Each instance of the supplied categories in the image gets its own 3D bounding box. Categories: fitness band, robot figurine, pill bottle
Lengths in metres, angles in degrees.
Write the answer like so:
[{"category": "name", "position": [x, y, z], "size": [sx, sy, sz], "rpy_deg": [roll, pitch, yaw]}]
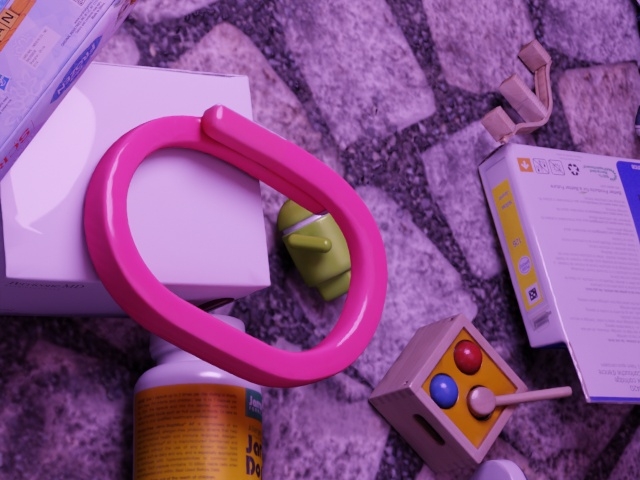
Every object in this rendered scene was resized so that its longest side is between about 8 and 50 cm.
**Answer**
[{"category": "fitness band", "position": [-0.070, 0.007, 1.588], "size": [0.291, 0.054, 0.209], "rpy_deg": [29, 64, -25]}, {"category": "robot figurine", "position": [0.000, 0.000, 1.806], "size": [0.115, 0.067, 0.101], "rpy_deg": [63, 25, -1]}, {"category": "pill bottle", "position": [-0.110, 0.177, 1.642], "size": [0.117, 0.117, 0.208], "rpy_deg": [10, 69, -32]}]

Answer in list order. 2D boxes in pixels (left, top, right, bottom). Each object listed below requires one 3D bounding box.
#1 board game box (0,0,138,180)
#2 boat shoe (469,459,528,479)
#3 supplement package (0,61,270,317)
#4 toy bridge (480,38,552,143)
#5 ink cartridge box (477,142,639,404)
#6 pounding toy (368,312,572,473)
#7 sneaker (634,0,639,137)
[{"category": "board game box", "position": [-0.348, -0.201, 1.500], "size": [0.318, 0.066, 0.318], "rpy_deg": [35, 77, 5]}, {"category": "boat shoe", "position": [0.213, 0.349, 1.828], "size": [0.088, 0.096, 0.267], "rpy_deg": [-5, 79, -40]}, {"category": "supplement package", "position": [-0.199, -0.042, 1.634], "size": [0.262, 0.145, 0.204], "rpy_deg": [3, 74, -34]}, {"category": "toy bridge", "position": [0.224, -0.152, 2.002], "size": [0.063, 0.026, 0.188], "rpy_deg": [49, 36, -13]}, {"category": "ink cartridge box", "position": [0.340, 0.050, 1.993], "size": [0.304, 0.072, 0.307], "rpy_deg": [5, 62, -35]}, {"category": "pounding toy", "position": [0.153, 0.156, 1.841], "size": [0.141, 0.100, 0.130], "rpy_deg": [48, 55, -13]}, {"category": "sneaker", "position": [0.400, -0.229, 2.135], "size": [0.226, 0.086, 0.163], "rpy_deg": [-46, 114, -45]}]
